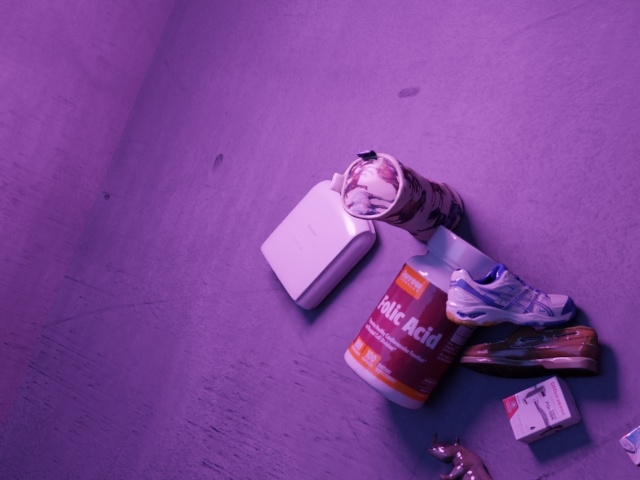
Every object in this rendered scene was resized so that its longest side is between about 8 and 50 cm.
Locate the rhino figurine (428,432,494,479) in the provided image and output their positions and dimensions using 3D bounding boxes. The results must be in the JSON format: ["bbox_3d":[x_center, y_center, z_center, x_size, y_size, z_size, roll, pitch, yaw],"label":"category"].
[{"bbox_3d":[0.320,0.521,1.908,0.106,0.073,0.243,-26,49,-11],"label":"rhino figurine"}]

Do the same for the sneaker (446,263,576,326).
[{"bbox_3d":[0.420,0.117,1.870,0.112,0.296,0.131,-168,79,-76],"label":"sneaker"}]

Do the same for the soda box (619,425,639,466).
[{"bbox_3d":[0.684,0.371,1.691,0.183,0.058,0.063,-41,51,18],"label":"soda box"}]

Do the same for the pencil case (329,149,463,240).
[{"bbox_3d":[0.198,-0.099,2.072,0.183,0.410,0.160,28,96,30],"label":"pencil case"}]

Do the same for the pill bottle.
[{"bbox_3d":[0.249,0.176,2.017,0.224,0.224,0.392,38,98,42],"label":"pill bottle"}]

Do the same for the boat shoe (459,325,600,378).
[{"bbox_3d":[0.461,0.243,1.906,0.307,0.110,0.104,-3,66,28],"label":"boat shoe"}]

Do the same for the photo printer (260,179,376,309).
[{"bbox_3d":[0.000,0.000,2.376,0.307,0.107,0.256,-47,49,14],"label":"photo printer"}]

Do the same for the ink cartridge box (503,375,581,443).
[{"bbox_3d":[0.477,0.366,1.863,0.135,0.056,0.099,-32,53,26],"label":"ink cartridge box"}]
